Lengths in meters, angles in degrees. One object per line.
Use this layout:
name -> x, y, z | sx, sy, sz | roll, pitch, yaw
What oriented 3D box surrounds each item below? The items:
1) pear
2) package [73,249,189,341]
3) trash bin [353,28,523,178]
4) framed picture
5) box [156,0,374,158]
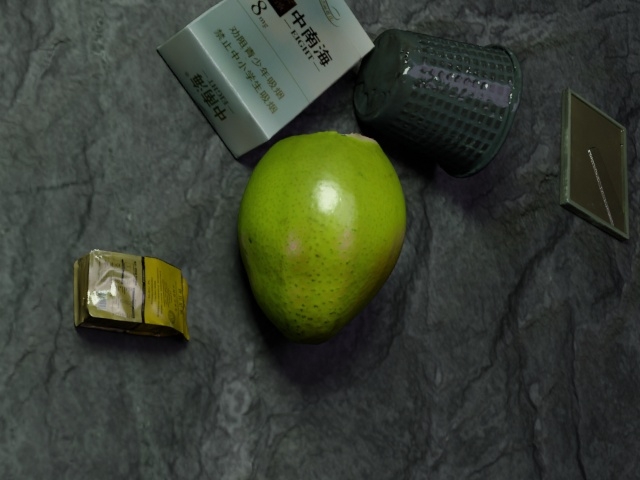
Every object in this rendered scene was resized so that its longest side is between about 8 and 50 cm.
pear -> 0.000, 0.000, 1.194 | 0.187, 0.187, 0.219 | 6, 83, -40
package -> -0.173, 0.054, 1.097 | 0.131, 0.047, 0.071 | 14, 62, -36
trash bin -> 0.132, -0.178, 1.397 | 0.161, 0.175, 0.175 | 14, 64, -25
framed picture -> 0.415, -0.115, 1.714 | 0.150, 0.015, 0.203 | 25, 57, -33
box -> -0.055, -0.221, 1.300 | 0.155, 0.067, 0.243 | 56, 47, -12
